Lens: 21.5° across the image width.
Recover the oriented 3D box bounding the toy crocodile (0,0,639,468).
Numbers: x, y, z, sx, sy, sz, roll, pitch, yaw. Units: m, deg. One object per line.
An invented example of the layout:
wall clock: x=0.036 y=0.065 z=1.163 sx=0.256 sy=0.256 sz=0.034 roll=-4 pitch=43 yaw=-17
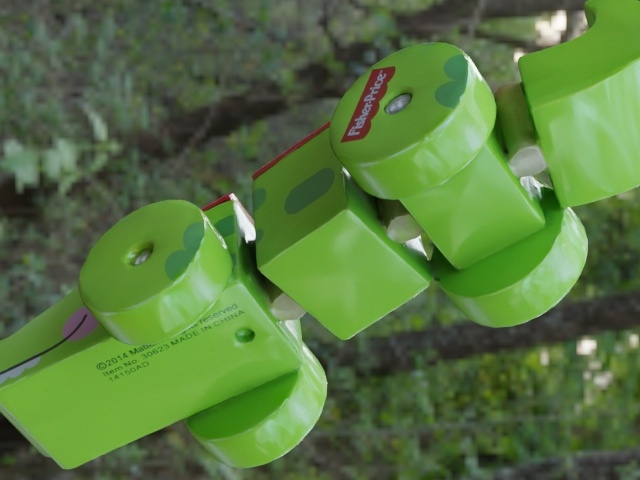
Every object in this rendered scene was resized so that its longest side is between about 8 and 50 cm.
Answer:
toy crocodile: x=0.000 y=0.000 z=0.731 sx=0.115 sy=0.340 sz=0.105 roll=49 pitch=20 yaw=-35
